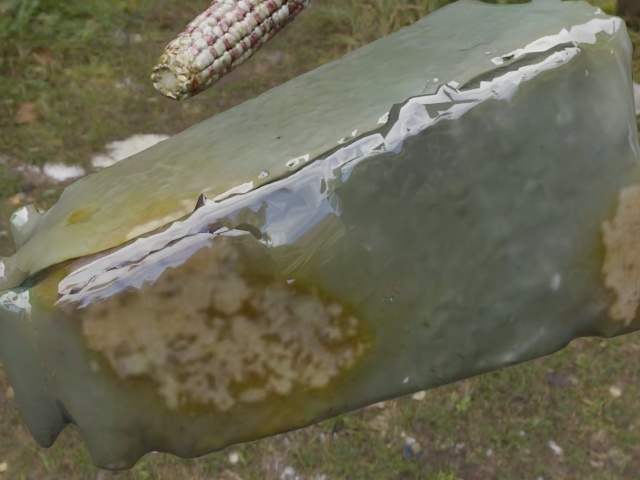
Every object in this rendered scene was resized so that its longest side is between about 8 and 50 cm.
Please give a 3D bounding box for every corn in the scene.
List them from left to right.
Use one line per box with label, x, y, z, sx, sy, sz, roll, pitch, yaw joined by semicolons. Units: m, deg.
corn;-0.087;-0.227;0.939;0.079;0.079;0.237;24;52;19

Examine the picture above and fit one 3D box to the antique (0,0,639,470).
antique;0.000;0.000;0.396;0.284;0.150;0.125;-20;24;-16
